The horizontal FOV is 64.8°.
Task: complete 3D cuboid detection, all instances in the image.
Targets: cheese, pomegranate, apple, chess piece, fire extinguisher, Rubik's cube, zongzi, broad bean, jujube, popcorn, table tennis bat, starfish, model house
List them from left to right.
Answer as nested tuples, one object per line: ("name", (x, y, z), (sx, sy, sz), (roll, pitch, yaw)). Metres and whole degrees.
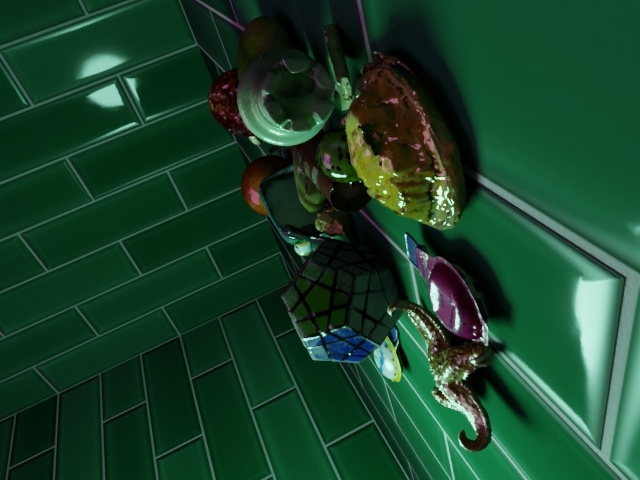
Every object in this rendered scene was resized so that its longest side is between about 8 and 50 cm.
("jujube", (-0.214, -0.408, 1.536), (0.342, 0.216, 0.216), (45, 159, 48))
("broad bean", (-0.119, -0.401, 1.190), (0.291, 0.119, 0.237), (-143, 43, -59))
("apple", (-0.172, -0.193, 1.795), (0.201, 0.218, 0.218), (51, 165, 29))
("chess piece", (-0.055, -0.265, 0.934), (0.299, 0.195, 0.194), (-123, 11, -73))
("model house", (-0.062, -0.071, 1.649), (0.253, 0.185, 0.291), (57, 173, 22))
("zongzi", (-0.038, -0.194, 1.425), (0.205, 0.094, 0.204), (103, 144, -76))
("fire extinguisher", (-0.015, -0.180, 1.152), (0.337, 0.148, 0.106), (-128, 28, -51))
("table tennis bat", (0.000, 0.000, 1.434), (0.150, 0.237, 0.027), (2, 75, 56))
("popcorn", (0.040, -0.053, 1.394), (0.097, 0.089, 0.109), (15, 160, 25))
("Rubik's cube", (0.052, 0.155, 1.286), (0.319, 0.319, 0.264), (77, -167, -51))
("pomegranate", (0.052, -0.178, 0.935), (0.122, 0.122, 0.161), (-154, 69, -75))
("cheese", (0.205, 0.329, 1.524), (0.156, 0.064, 0.250), (-127, 27, -49))
("starfish", (0.236, 0.230, 0.967), (0.303, 0.113, 0.312), (64, 174, 3))
("cheese", (0.208, 0.075, 0.844), (0.244, 0.062, 0.155), (-124, 13, -48))

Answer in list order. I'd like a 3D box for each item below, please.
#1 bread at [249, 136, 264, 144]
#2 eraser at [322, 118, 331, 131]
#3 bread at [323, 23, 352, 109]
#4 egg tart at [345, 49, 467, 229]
("bread", (-0.247, -0.444, 1.818), (0.182, 0.039, 0.250), (44, -149, -50))
("eraser", (-0.002, -0.294, 1.175), (0.083, 0.019, 0.038), (60, 171, 30))
("bread", (0.030, -0.292, 0.848), (0.068, 0.028, 0.153), (75, -175, -54))
("egg tart", (0.102, -0.134, 0.748), (0.290, 0.107, 0.290), (61, 170, 19))
